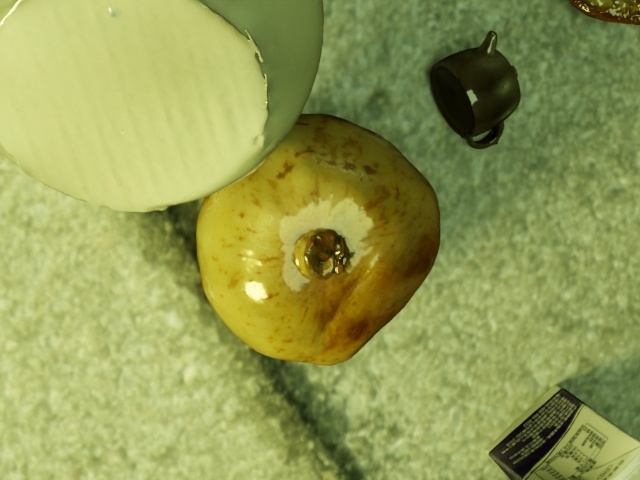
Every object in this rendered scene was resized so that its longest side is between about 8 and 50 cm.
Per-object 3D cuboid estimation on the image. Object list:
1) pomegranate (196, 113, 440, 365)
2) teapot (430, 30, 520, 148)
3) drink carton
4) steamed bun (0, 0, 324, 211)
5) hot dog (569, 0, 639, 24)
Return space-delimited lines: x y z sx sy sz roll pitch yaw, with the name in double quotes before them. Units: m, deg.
"pomegranate" 0.000 0.000 1.523 0.215 0.215 0.215 -2 99 -13
"teapot" 0.147 -0.132 1.609 0.068 0.076 0.121 -26 131 -17
"drink carton" 0.254 0.229 1.610 0.102 0.222 0.134 -40 105 -5
"steamed bun" -0.141 -0.195 1.433 0.309 0.309 0.309 -2 99 -13
"hot dog" 0.289 -0.246 1.627 0.147 0.065 0.099 5 107 -16
